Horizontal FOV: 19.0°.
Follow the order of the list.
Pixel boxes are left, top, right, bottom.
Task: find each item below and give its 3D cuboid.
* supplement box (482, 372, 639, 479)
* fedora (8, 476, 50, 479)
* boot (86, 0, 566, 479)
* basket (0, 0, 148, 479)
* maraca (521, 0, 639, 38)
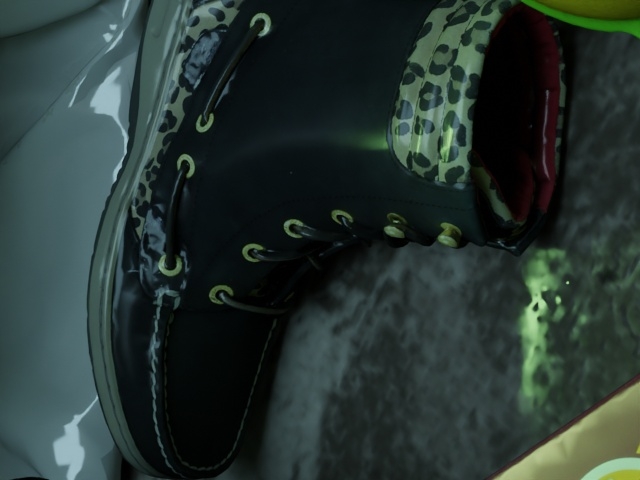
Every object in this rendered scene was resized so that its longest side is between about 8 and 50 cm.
[{"bbox_3d":[0.150,0.085,0.636,0.188,0.081,0.104,-41,63,34],"label":"supplement box"},{"bbox_3d":[-0.027,0.237,0.714,0.153,0.334,0.334,-17,76,10],"label":"fedora"},{"bbox_3d":[-0.001,-0.001,0.774,0.179,0.085,0.236,13,97,39],"label":"boot"},{"bbox_3d":[-0.285,0.007,0.870,0.266,0.328,0.331,8,95,44],"label":"basket"},{"bbox_3d":[0.111,-0.128,0.670,0.186,0.099,0.127,42,121,5],"label":"maraca"}]
